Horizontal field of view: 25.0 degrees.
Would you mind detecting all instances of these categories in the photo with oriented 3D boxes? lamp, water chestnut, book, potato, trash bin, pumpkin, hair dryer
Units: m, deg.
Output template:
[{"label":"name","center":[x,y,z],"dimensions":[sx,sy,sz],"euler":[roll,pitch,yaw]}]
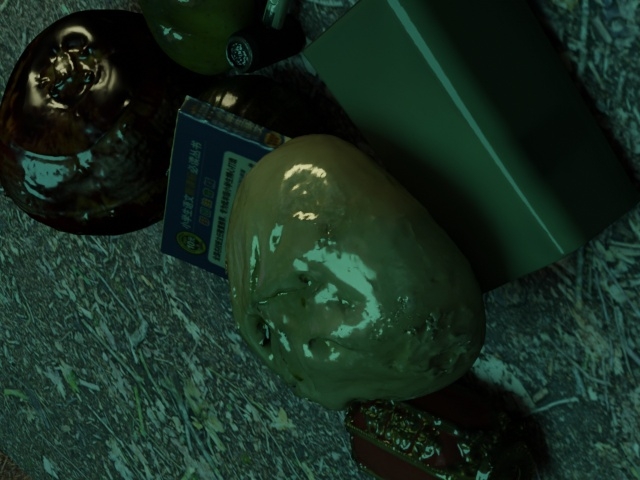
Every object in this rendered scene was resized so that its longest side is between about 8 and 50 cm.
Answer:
[{"label":"lamp","center":[0.155,0.270,1.933],"dimensions":[0.274,0.177,0.177],"euler":[20,133,44]},{"label":"water chestnut","center":[-0.299,-0.163,2.113],"dimensions":[0.350,0.350,0.302],"euler":[44,180,23]},{"label":"book","center":[0.000,0.000,1.855],"dimensions":[0.428,0.039,0.300],"euler":[23,143,5]},{"label":"potato","center":[-0.156,-0.321,1.885],"dimensions":[0.169,0.143,0.248],"euler":[36,152,27]},{"label":"trash bin","center":[0.161,-0.130,1.565],"dimensions":[0.343,0.158,0.223],"euler":[58,150,-1]},{"label":"pumpkin","center":[-0.079,-0.121,1.934],"dimensions":[0.223,0.157,0.224],"euler":[24,141,21]},{"label":"hair dryer","center":[-0.055,-0.305,1.810],"dimensions":[0.057,0.100,0.198],"euler":[35,128,23]}]

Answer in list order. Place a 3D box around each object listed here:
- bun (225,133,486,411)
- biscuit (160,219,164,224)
[{"label":"bun","center":[0.022,0.042,1.617],"dimensions":[0.326,0.234,0.362],"euler":[58,164,-12]},{"label":"biscuit","center":[-0.270,-0.146,2.305],"dimensions":[0.141,0.038,0.290],"euler":[0,116,56]}]
